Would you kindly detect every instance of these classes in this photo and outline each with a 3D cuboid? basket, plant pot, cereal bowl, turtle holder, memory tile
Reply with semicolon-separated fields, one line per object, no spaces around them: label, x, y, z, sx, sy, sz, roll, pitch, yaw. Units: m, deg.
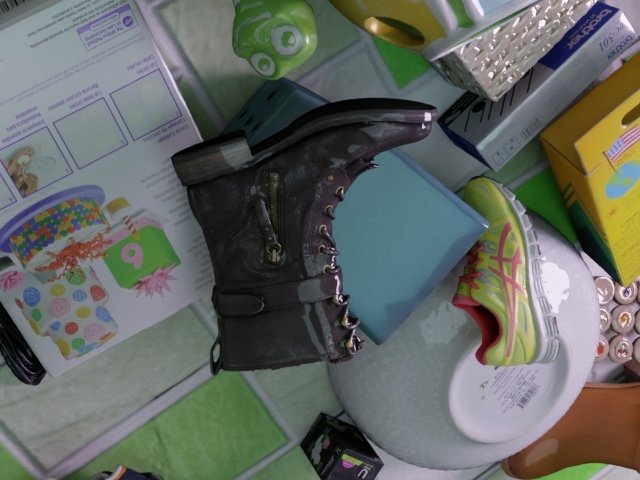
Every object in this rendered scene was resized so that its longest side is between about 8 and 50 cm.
basket;0.182;-0.240;1.096;0.167;0.103;0.113;-46;122;1
plant pot;0.012;-0.047;1.084;0.234;0.166;0.165;40;94;-23
cereal bowl;0.187;0.129;1.244;0.339;0.141;0.339;-8;114;-19
turtle holder;0.079;-0.275;0.919;0.320;0.243;0.227;-31;95;-39
memory tile;0.401;0.103;1.366;0.148;0.012;0.113;5;90;-20

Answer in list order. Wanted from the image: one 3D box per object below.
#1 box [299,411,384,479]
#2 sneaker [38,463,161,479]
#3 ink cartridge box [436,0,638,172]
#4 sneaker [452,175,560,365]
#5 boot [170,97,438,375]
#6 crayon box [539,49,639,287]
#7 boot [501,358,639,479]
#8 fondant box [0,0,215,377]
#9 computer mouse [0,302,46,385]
box;0.025;0.253;1.266;0.062;0.083;0.052;27;101;-29
sneaker;-0.197;0.323;1.197;0.126;0.127;0.321;-46;146;9
ink cartridge box;0.230;-0.172;1.149;0.207;0.097;0.046;-43;121;2
sneaker;0.177;0.035;1.111;0.094;0.081;0.208;-13;81;-11
boot;0.000;0.000;0.975;0.263;0.091;0.229;-14;103;7
crayon box;0.362;-0.101;1.183;0.202;0.081;0.318;-39;143;-1
boot;0.390;0.263;1.337;0.283;0.220;0.109;-21;118;-12
fondant box;-0.231;-0.065;1.014;0.238;0.096;0.330;-29;119;-8
computer mouse;-0.412;0.135;1.051;0.262;0.060;0.184;-28;121;-8
